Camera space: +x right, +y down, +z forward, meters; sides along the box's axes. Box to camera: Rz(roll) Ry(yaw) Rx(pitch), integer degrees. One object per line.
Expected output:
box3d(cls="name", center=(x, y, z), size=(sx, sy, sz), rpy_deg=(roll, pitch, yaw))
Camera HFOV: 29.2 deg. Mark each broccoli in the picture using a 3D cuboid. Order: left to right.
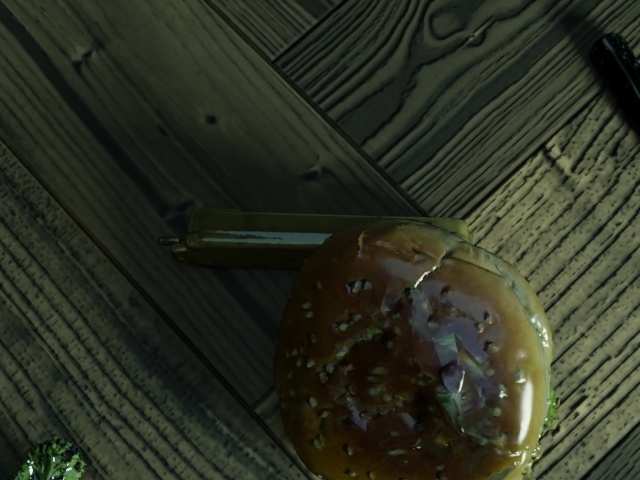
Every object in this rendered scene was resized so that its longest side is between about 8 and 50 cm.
box3d(cls="broccoli", center=(-0.244, 0.230, 1.083), size=(0.097, 0.092, 0.095), rpy_deg=(-28, 101, -9))

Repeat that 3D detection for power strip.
box3d(cls="power strip", center=(0.000, 0.000, 1.151), size=(0.305, 0.064, 0.044), rpy_deg=(1, 70, 4))

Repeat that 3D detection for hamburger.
box3d(cls="hamburger", center=(0.080, 0.119, 1.056), size=(0.243, 0.146, 0.286), rpy_deg=(-27, 89, 16))

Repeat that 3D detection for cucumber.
box3d(cls="cucumber", center=(0.312, -0.127, 1.182), size=(0.043, 0.039, 0.163), rpy_deg=(-33, 71, 16))
